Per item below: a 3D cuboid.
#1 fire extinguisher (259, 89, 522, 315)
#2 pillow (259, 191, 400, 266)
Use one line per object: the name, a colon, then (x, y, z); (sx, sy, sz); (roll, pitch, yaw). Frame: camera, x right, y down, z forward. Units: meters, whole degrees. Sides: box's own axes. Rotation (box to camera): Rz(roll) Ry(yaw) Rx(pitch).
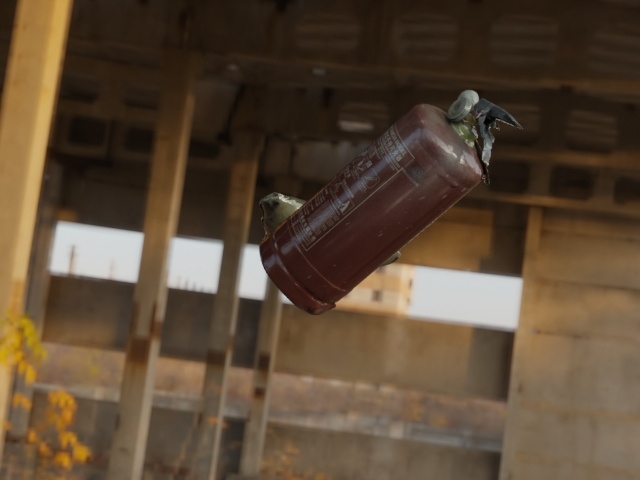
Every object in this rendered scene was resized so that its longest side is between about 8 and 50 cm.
fire extinguisher: (0.069, -0.042, 1.188); (0.269, 0.104, 0.105); (-40, -27, 19)
pillow: (-0.001, 0.000, 1.707); (0.241, 0.051, 0.093); (24, -53, -39)
